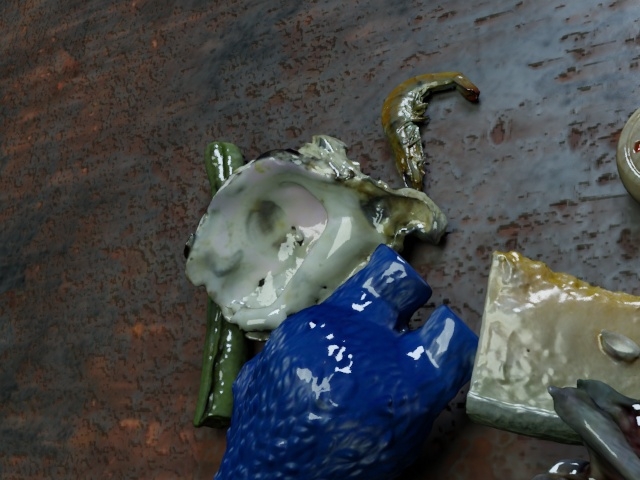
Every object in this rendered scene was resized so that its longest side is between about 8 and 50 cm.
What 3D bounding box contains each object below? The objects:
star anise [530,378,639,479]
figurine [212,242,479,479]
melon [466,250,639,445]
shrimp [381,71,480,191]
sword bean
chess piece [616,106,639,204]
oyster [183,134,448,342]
[{"bbox_3d":[0.182,0.126,0.413,0.180,0.061,0.205,-16,90,20],"label":"star anise"},{"bbox_3d":[-0.008,0.124,0.555,0.164,0.120,0.262,29,86,41],"label":"figurine"},{"bbox_3d":[0.172,0.070,0.473,0.182,0.054,0.098,12,82,16],"label":"melon"},{"bbox_3d":[0.086,-0.090,0.681,0.083,0.023,0.114,-22,49,23],"label":"shrimp"},{"bbox_3d":[-0.079,0.025,0.731,0.043,0.038,0.269,-7,57,6],"label":"sword bean"},{"bbox_3d":[0.223,-0.053,0.540,0.083,0.038,0.084,-21,51,28],"label":"chess piece"},{"bbox_3d":[0.000,0.000,0.667,0.191,0.081,0.163,6,85,24],"label":"oyster"}]
